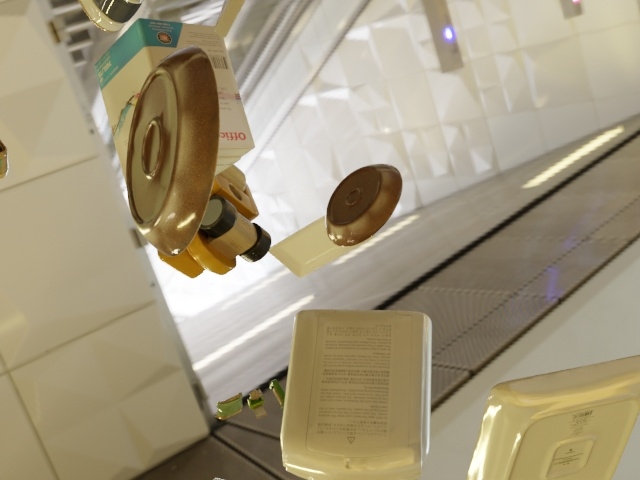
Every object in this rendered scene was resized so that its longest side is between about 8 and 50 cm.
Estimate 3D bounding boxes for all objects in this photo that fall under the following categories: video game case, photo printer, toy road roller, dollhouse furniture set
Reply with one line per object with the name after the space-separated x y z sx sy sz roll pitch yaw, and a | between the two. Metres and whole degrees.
-0.111 -0.493 1.368 0.204 0.025 0.285 -53 -160 35 | video game case
0.065 0.272 1.391 0.256 0.107 0.307 0 -123 9 | photo printer
-0.296 -0.055 2.019 0.241 0.202 0.329 -33 -131 15 | toy road roller
-0.152 0.366 1.759 0.152 0.058 0.076 -21 151 -21 | dollhouse furniture set

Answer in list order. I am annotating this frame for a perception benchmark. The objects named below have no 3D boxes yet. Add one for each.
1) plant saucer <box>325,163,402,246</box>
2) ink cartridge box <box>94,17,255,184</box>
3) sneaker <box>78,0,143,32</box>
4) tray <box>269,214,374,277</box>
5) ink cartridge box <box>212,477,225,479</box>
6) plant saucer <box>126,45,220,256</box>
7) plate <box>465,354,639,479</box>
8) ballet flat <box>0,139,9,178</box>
0.076 -0.081 1.607 0.199 0.036 0.198 -30 -141 28 | plant saucer
-0.291 -0.266 1.590 0.198 0.270 0.197 -7 166 -44 | ink cartridge box
-0.352 -0.482 1.234 0.153 0.282 0.099 -25 -169 41 | sneaker
0.000 0.000 2.184 0.270 0.145 0.030 -30 -145 27 | tray
-0.083 0.697 1.848 0.385 0.308 0.091 -12 -149 51 | ink cartridge box
-0.227 -0.132 1.168 0.050 0.310 0.311 5 -179 -30 | plant saucer
0.345 0.297 1.145 0.277 0.278 0.045 -6 -147 -20 | plate
-0.615 -0.210 1.418 0.080 0.232 0.073 -24 157 -42 | ballet flat
